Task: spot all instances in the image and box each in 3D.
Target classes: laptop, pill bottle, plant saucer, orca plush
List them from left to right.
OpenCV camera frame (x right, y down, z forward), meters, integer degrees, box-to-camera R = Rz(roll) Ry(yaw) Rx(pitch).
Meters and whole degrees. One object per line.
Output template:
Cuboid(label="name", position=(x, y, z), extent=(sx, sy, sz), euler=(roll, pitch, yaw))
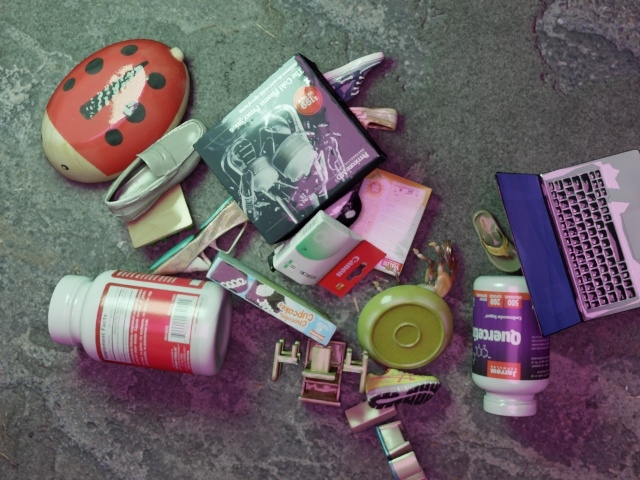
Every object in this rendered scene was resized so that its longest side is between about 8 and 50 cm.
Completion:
Cuboid(label="pill bottle", position=(-0.435, 0.194, 1.767), extent=(0.407, 0.229, 0.229), euler=(7, 89, 4))
Cuboid(label="orca plush", position=(0.000, 0.000, 1.784), extent=(0.287, 0.151, 0.102), euler=(-36, 87, 4))
Cuboid(label="plant saucer", position=(0.211, 0.225, 1.770), extent=(0.240, 0.037, 0.241), euler=(0, 113, 0))
Cuboid(label="pill bottle", position=(0.457, 0.247, 1.730), extent=(0.181, 0.181, 0.323), euler=(1, 88, 4))
Cuboid(label="laptop", position=(0.638, -0.008, 1.685), extent=(0.407, 0.236, 0.382), euler=(-15, 83, 3))

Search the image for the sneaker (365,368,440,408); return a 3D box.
Cuboid(label="sneaker", position=(0.201, 0.352, 1.783), extent=(0.208, 0.094, 0.082), euler=(1, 128, -24))

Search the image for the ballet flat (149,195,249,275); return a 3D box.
Cuboid(label="ballet flat", position=(-0.289, 0.011, 1.830), extent=(0.316, 0.107, 0.106), euler=(-41, 100, 2))

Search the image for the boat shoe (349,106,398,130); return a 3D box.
Cuboid(label="boat shoe", position=(0.113, -0.303, 1.829), extent=(0.169, 0.063, 0.059), euler=(0, 82, 3))

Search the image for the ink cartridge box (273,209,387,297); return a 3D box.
Cuboid(label="ink cartridge box", position=(0.027, 0.049, 1.749), extent=(0.224, 0.056, 0.181), euler=(34, 117, -25))

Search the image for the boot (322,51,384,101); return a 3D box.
Cuboid(label="boot", position=(0.085, -0.407, 1.838), extent=(0.189, 0.069, 0.086), euler=(-21, 94, 11))

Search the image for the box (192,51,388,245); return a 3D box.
Cuboid(label="box", position=(-0.068, -0.217, 1.753), extent=(0.343, 0.179, 0.313), euler=(-39, 87, 13))

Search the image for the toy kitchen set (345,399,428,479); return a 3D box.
Cuboid(label="toy kitchen set", position=(0.168, 0.521, 1.802), extent=(0.122, 0.166, 0.207), euler=(-24, 50, 2))

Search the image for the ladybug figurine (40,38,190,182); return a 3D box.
Cuboid(label="ladybug figurine", position=(-0.526, -0.339, 1.822), extent=(0.449, 0.162, 0.305), euler=(-44, 86, 1))

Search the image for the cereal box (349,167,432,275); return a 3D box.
Cuboid(label="cereal box", position=(0.160, -0.048, 1.825), extent=(0.172, 0.047, 0.240), euler=(22, 91, 3))

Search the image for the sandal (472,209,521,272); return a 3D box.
Cuboid(label="sandal", position=(0.440, 0.003, 1.804), extent=(0.072, 0.049, 0.180), euler=(-31, 87, 2))

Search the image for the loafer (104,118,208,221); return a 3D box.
Cuboid(label="loafer", position=(-0.403, -0.182, 1.789), extent=(0.112, 0.111, 0.319), euler=(38, 83, 18))

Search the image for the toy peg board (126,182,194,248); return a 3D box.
Cuboid(label="toy peg board", position=(-0.414, -0.071, 1.861), extent=(0.161, 0.079, 0.161), euler=(-23, 71, 2))

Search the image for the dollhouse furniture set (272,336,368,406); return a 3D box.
Cuboid(label="dollhouse furniture set", position=(0.001, 0.327, 1.727), extent=(0.212, 0.242, 0.161), euler=(7, 89, 4))

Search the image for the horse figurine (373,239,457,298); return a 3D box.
Cuboid(label="horse figurine", position=(0.248, 0.111, 1.793), extent=(0.263, 0.066, 0.175), euler=(-35, 110, -6))

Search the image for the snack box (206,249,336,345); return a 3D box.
Cuboid(label="snack box", position=(-0.120, 0.135, 1.738), extent=(0.321, 0.187, 0.060), euler=(31, 90, -8))
